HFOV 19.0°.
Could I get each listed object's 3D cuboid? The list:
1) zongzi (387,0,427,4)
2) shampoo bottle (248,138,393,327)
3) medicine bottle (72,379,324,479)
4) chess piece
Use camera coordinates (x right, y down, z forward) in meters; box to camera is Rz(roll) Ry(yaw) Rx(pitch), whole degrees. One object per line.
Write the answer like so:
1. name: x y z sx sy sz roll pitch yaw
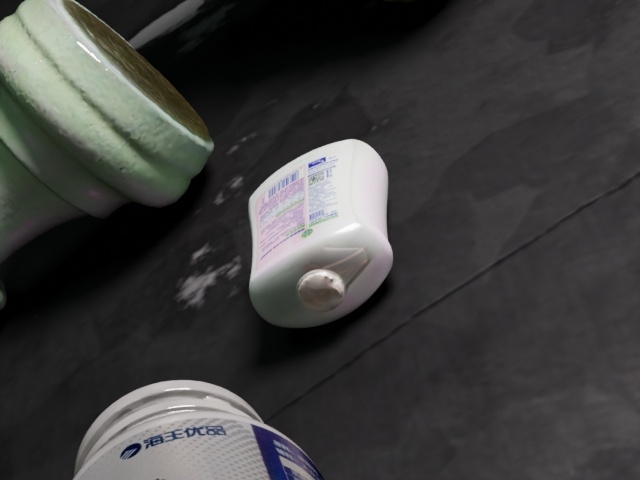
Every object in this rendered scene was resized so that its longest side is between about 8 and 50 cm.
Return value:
1. zongzi: -0.029 -0.299 1.186 0.360 0.160 0.323 11 44 26
2. shampoo bottle: 0.000 0.000 0.896 0.072 0.043 0.099 -30 28 15
3. medicine bottle: -0.038 0.127 0.664 0.107 0.107 0.191 -35 27 4
4. chess piece: -0.194 0.000 1.074 0.272 0.139 0.139 -47 25 7
